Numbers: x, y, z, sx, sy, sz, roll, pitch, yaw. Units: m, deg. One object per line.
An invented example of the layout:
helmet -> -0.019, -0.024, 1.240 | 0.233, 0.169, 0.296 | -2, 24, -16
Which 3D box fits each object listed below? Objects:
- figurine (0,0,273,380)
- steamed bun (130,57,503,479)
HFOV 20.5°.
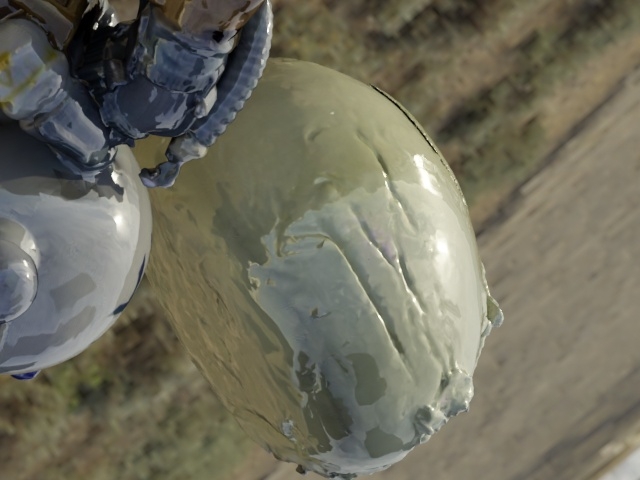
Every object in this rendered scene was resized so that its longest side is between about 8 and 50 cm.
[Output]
figurine -> -0.162, -0.060, 1.059 | 0.382, 0.186, 0.261 | -54, -172, 33
steamed bun -> 0.000, 0.000, 1.384 | 0.233, 0.334, 0.312 | -32, 120, -19
